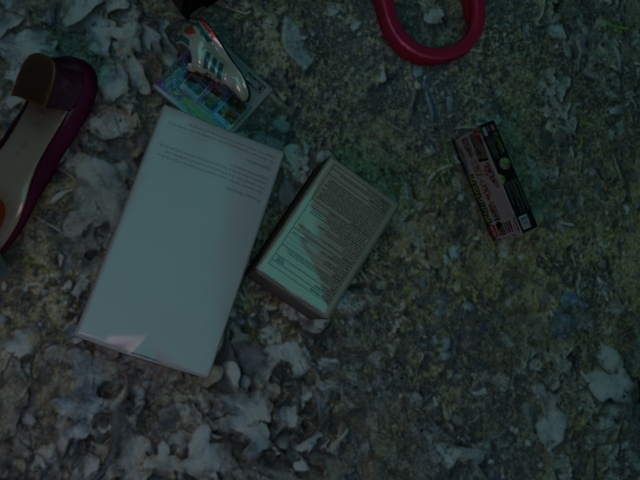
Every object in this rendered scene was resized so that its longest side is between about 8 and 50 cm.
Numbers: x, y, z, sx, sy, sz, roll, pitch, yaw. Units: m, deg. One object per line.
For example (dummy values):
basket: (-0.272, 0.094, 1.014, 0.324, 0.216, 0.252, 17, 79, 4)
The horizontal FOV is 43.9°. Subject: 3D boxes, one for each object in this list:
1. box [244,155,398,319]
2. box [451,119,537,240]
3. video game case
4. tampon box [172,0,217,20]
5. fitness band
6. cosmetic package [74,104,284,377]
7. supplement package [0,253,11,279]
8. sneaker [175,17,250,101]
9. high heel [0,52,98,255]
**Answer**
box: (0.000, 0.000, 1.346, 0.148, 0.127, 0.232, 36, 76, -9)
box: (0.316, -0.106, 1.449, 0.036, 0.114, 0.207, -22, 90, -16)
video game case: (-0.187, -0.265, 1.385, 0.157, 0.019, 0.143, 41, 76, -8)
tampon box: (-0.199, -0.466, 1.331, 0.120, 0.161, 0.101, -38, 94, -15)
fitness band: (0.199, -0.473, 1.498, 0.208, 0.054, 0.291, -12, 85, -13)
cosmetic package: (-0.223, 0.008, 1.274, 0.217, 0.156, 0.385, 22, 79, -11)
supplement package: (-0.614, 0.047, 1.102, 0.261, 0.204, 0.145, -25, 90, 4)
sneaker: (-0.184, -0.294, 1.357, 0.075, 0.057, 0.161, -34, 95, 1)
high heel: (-0.461, -0.115, 1.272, 0.127, 0.181, 0.377, 31, 98, 7)
